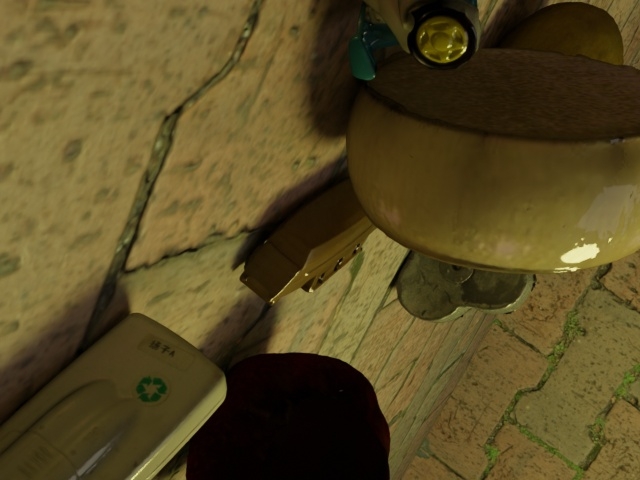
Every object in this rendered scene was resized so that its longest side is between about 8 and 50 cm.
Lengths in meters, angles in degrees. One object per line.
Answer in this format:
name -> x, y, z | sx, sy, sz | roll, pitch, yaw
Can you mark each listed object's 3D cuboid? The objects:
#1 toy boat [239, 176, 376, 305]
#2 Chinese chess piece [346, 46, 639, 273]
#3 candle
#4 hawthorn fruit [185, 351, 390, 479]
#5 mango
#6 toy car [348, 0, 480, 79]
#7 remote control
toy boat -> 0.000, 0.000, 0.814 | 0.200, 0.057, 0.077 | -37, 160, -49
Chinese chess piece -> 0.156, -0.078, 0.740 | 0.270, 0.270, 0.112 | -36, 135, -50
candle -> 0.201, 0.031, 1.291 | 0.068, 0.192, 0.168 | 18, 60, -72
hawthorn fruit -> -0.029, 0.224, 0.882 | 0.215, 0.215, 0.249 | -48, 159, -28
mango -> 0.239, -0.152, 1.082 | 0.331, 0.142, 0.195 | -46, 157, -11
toy car -> 0.051, -0.193, 0.591 | 0.126, 0.098, 0.161 | -77, 151, -44
remote control -> -0.160, 0.136, 0.549 | 0.230, 0.090, 0.049 | -44, 155, -34
